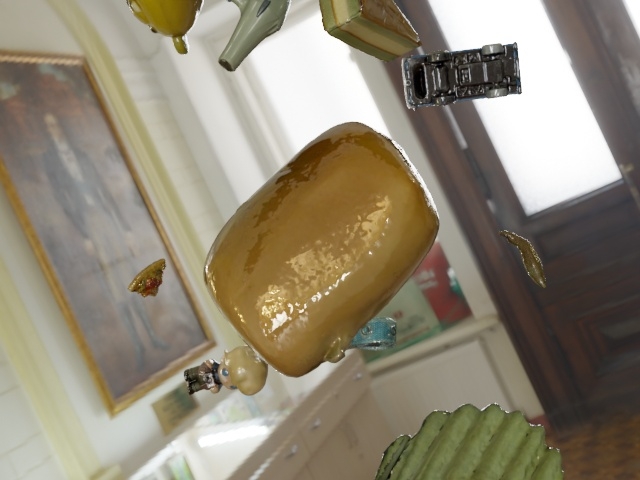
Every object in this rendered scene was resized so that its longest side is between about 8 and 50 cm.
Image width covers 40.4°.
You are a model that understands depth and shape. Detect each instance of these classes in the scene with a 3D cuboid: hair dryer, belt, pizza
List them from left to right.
[{"bbox_3d":[-0.295,0.076,1.541,0.083,0.025,0.078,-45,-34,-16],"label":"pizza"},{"bbox_3d":[-0.157,-0.355,1.348,0.067,0.199,0.167,128,161,-73],"label":"hair dryer"},{"bbox_3d":[0.035,0.230,2.037,0.303,0.072,0.087,-8,-18,26],"label":"belt"}]

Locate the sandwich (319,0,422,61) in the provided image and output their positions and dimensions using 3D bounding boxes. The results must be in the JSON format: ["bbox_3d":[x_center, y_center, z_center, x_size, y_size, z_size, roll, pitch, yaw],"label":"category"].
[{"bbox_3d":[0.076,-0.355,1.329,0.079,0.113,0.163,-19,-19,37],"label":"sandwich"}]

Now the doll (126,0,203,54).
[{"bbox_3d":[-0.304,-0.569,1.561,0.161,0.422,0.348,-6,1,2],"label":"doll"}]

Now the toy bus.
[{"bbox_3d":[0.285,-0.337,1.795,0.234,0.116,0.133,-7,9,2],"label":"toy bus"}]

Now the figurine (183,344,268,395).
[{"bbox_3d":[-0.215,0.300,1.965,0.196,0.114,0.108,-11,2,12],"label":"figurine"}]

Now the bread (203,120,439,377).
[{"bbox_3d":[0.000,0.000,1.363,0.376,0.253,0.348,-42,10,2],"label":"bread"}]

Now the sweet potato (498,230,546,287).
[{"bbox_3d":[0.441,0.034,1.856,0.041,0.153,0.038,-30,-16,-10],"label":"sweet potato"}]

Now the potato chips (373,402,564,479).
[{"bbox_3d":[0.284,0.497,1.754,0.359,0.070,0.429,19,51,30],"label":"potato chips"}]
